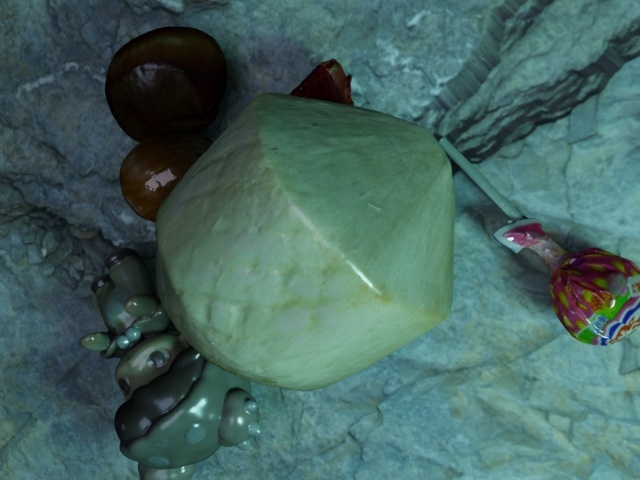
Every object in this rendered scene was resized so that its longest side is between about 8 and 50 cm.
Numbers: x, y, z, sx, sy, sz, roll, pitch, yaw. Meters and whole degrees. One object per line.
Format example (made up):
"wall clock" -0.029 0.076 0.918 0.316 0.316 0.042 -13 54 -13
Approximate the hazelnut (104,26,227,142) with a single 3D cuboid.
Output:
"hazelnut" -0.240 -0.238 1.207 0.178 0.178 0.204 51 141 8

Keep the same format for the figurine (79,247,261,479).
"figurine" -0.253 0.198 1.260 0.248 0.203 0.380 -38 71 15

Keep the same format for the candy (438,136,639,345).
"candy" 0.286 -0.014 1.072 0.124 0.124 0.365 -47 71 20

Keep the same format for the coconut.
"coconut" 0.000 0.000 1.043 0.415 0.415 0.344 -39 58 21

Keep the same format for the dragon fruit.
"dragon fruit" 0.011 -0.192 1.158 0.106 0.083 0.162 52 137 -2

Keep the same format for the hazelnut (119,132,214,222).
"hazelnut" -0.217 -0.099 1.165 0.150 0.150 0.150 3 98 21
